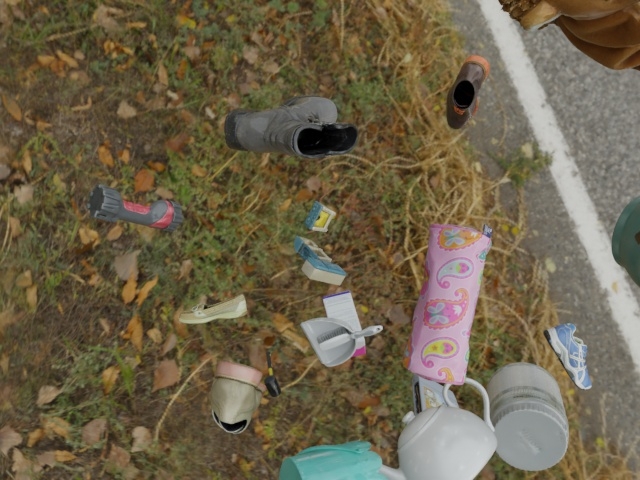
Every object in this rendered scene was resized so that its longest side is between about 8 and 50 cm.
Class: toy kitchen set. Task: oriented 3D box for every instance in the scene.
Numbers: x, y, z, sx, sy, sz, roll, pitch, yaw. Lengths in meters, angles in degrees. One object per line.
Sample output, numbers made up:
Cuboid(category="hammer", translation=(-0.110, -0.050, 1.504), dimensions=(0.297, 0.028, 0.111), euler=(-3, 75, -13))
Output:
Cuboid(category="toy kitchen set", translation=(0.000, 0.000, 1.642), dimensions=(0.122, 0.207, 0.166), euler=(15, 110, -41))

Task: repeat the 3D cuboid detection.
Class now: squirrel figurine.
Cuboid(category="squirrel figurine", translation=(0.381, -0.394, 0.835), dimensions=(0.370, 0.397, 0.281), euler=(-18, 125, -40))

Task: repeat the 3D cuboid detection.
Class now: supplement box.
Cuboid(category="supplement box", translation=(0.088, 0.315, 2.094), dimensions=(0.114, 0.111, 0.220), euler=(-14, 51, -4))

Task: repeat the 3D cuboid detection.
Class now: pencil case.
Cuboid(category="pencil case", translation=(0.230, 0.110, 1.009), dimensions=(0.124, 0.124, 0.284), euler=(16, 84, -25))

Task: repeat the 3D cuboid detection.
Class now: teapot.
Cuboid(category="teapot", translation=(0.271, 0.470, 1.309), dimensions=(0.187, 0.252, 0.256), euler=(45, 32, 17))

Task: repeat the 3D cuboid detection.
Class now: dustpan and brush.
Cuboid(category="dustpan and brush", translation=(0.065, 0.249, 1.462), dimensions=(0.147, 0.211, 0.060), euler=(62, 15, -16))

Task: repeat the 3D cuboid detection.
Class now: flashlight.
Cuboid(category="flashlight", translation=(-0.551, -0.099, 1.695), dimensions=(0.103, 0.103, 0.304), euler=(50, 15, 28))

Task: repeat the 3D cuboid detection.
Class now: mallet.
Cuboid(category="mallet", translation=(-0.158, 0.400, 1.755), dimensions=(0.039, 0.189, 0.062), euler=(-21, 123, -1))

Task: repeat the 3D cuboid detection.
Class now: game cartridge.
Cuboid(category="game cartridge", translation=(0.432, 0.634, 2.074), dimensions=(0.198, 0.062, 0.297), euler=(28, 28, -11))

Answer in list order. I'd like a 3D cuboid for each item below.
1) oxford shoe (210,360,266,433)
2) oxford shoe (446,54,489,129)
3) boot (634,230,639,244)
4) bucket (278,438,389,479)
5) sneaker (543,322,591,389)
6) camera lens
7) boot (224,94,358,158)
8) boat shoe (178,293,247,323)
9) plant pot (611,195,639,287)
Cuboid(category="oxford shoe", translation=(-0.223, 0.408, 1.421), dimensions=(0.140, 0.397, 0.146), euler=(13, 67, 3))
Cuboid(category="oxford shoe", translation=(0.399, -0.400, 1.612), dimensions=(0.097, 0.271, 0.098), euler=(25, 65, 14))
Cuboid(category="boot", translation=(0.563, 0.006, 0.797), dimensions=(0.219, 0.106, 0.082), euler=(30, 38, -2))
Cuboid(category="bucket", translation=(0.025, 0.588, 1.240), dimensions=(0.183, 0.281, 0.281), euler=(1, 73, -21))
Cuboid(category="sneaker", translation=(0.689, 0.317, 1.526), dimensions=(0.211, 0.081, 0.080), euler=(56, 12, -15))
Cuboid(category="camera lens", translation=(0.604, 0.508, 1.664), dimensions=(0.219, 0.219, 0.274), euler=(52, 22, -4))
Cuboid(category="boot", translation=(-0.010, -0.223, 1.164), dimensions=(0.338, 0.223, 0.118), euler=(-30, 126, -47))
Cuboid(category="boat shoe", translation=(-0.237, 0.150, 1.236), dimensions=(0.153, 0.056, 0.048), euler=(-8, 96, 9))
Cuboid(category="plant pot", translation=(0.764, 0.004, 1.208), dimensions=(0.293, 0.196, 0.293), euler=(-11, 112, -28))
